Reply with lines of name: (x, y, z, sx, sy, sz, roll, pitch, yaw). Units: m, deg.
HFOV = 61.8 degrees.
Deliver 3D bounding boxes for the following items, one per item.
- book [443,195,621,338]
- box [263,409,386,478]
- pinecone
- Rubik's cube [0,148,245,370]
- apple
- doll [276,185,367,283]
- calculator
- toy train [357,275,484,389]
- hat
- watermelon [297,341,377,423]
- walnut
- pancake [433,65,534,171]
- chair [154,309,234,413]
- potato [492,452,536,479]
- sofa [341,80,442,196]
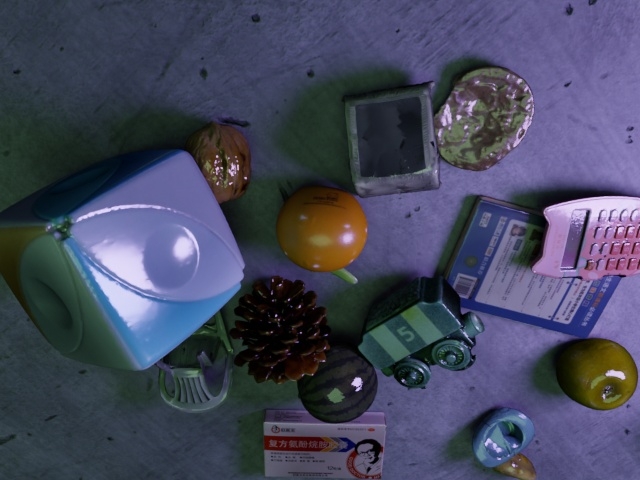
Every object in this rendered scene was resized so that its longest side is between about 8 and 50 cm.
book: (0.542, 0.077, 1.352, 0.428, 0.039, 0.299, 15, 113, -6)
box: (0.009, 0.604, 1.580, 0.354, 0.069, 0.214, 1, 114, -1)
pinecone: (-0.097, 0.205, 1.313, 0.264, 0.264, 0.264, 0, 114, 1)
Rubik's cube: (-0.417, 0.030, 1.119, 0.347, 0.351, 0.352, 1, 119, 37)
apple: (0.730, 0.355, 1.411, 0.197, 0.157, 0.196, 1, 109, 4)
doll: (0.000, 0.000, 1.247, 0.214, 0.213, 0.236, 5, 128, -2)
calculator: (0.667, -0.005, 1.271, 0.330, 0.048, 0.220, 1, 113, -3)
toy train: (0.247, 0.231, 1.350, 0.299, 0.167, 0.238, -35, 104, 26)
hat: (0.519, 0.560, 1.545, 0.191, 0.078, 0.138, -41, 94, 4)
watermelon: (0.041, 0.371, 1.396, 0.212, 0.212, 0.212, 0, 114, 1)
walnut: (-0.231, -0.174, 1.193, 0.156, 0.155, 0.184, 2, 115, 0)
pancake: (0.358, -0.271, 1.199, 0.223, 0.042, 0.236, 8, 115, 0)
chair: (-0.344, 0.308, 1.392, 0.204, 0.190, 0.274, -3, 142, 3)
potato: (0.573, 0.662, 1.584, 0.138, 0.091, 0.070, 14, 100, -6)
sofa: (0.164, -0.218, 1.195, 0.210, 0.176, 0.225, -8, 85, 13)
